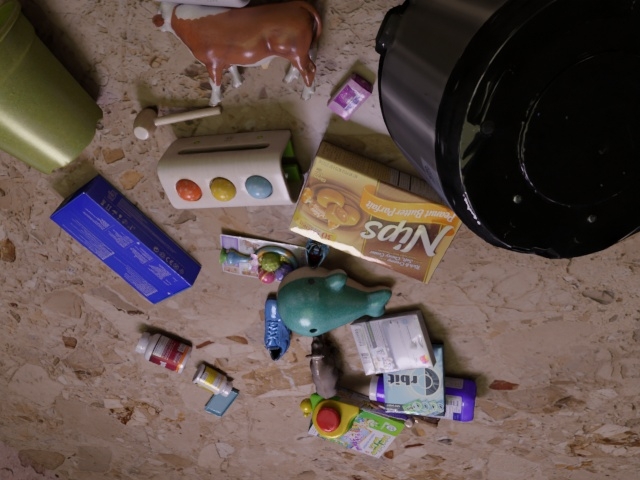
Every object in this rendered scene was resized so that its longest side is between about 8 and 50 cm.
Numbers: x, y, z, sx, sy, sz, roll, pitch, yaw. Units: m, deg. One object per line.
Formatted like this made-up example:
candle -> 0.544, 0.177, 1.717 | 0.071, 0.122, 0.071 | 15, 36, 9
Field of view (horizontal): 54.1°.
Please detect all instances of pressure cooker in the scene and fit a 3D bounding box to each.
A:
pressure cooker -> 0.271, -0.218, 0.882 | 0.375, 0.420, 0.370 | 1, 116, -12

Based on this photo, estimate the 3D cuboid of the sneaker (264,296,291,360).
sneaker -> -0.117, 0.240, 1.671 | 0.069, 0.082, 0.209 | 9, 134, 12

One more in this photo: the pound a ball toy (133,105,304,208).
pound a ball toy -> -0.217, -0.162, 1.273 | 0.319, 0.135, 0.208 | -1, 133, 18

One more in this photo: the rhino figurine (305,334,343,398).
rhino figurine -> 0.008, 0.337, 1.705 | 0.073, 0.106, 0.243 | 0, 133, 17

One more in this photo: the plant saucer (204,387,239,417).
plant saucer -> -0.325, 0.526, 2.063 | 0.067, 0.018, 0.192 | 27, 136, -8

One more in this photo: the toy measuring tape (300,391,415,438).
toy measuring tape -> 0.094, 0.509, 1.750 | 0.330, 0.121, 0.121 | 9, 135, 20

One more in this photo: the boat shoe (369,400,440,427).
boat shoe -> 0.246, 0.467, 1.790 | 0.207, 0.073, 0.073 | 15, 98, -1

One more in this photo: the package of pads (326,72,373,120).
package of pads -> 0.054, -0.265, 1.157 | 0.050, 0.032, 0.083 | 33, 134, -16

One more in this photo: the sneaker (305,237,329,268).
sneaker -> 0.000, 0.000, 1.402 | 0.063, 0.073, 0.162 | 12, 131, 6

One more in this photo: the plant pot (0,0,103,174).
plant pot -> -0.581, -0.272, 1.220 | 0.276, 0.276, 0.254 | -16, 137, 30

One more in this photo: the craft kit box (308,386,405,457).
craft kit box -> 0.109, 0.560, 1.930 | 0.247, 0.061, 0.250 | 18, 136, -3

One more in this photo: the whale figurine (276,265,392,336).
whale figurine -> 0.032, 0.158, 1.486 | 0.272, 0.141, 0.216 | 6, 140, -8

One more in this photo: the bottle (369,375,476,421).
bottle -> 0.277, 0.419, 1.707 | 0.283, 0.092, 0.118 | 4, 126, 15

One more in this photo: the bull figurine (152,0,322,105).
bull figurine -> -0.144, -0.341, 1.101 | 0.310, 0.101, 0.188 | 4, 138, 18

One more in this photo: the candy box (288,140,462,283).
candy box -> 0.114, -0.055, 1.278 | 0.316, 0.087, 0.183 | 21, 122, -3

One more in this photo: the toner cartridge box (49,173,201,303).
toner cartridge box -> -0.480, 0.007, 1.566 | 0.165, 0.075, 0.348 | -23, 122, 36

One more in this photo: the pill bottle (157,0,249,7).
pill bottle -> -0.228, -0.447, 1.000 | 0.229, 0.131, 0.131 | 8, 135, 11

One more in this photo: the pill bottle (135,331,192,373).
pill bottle -> -0.467, 0.330, 1.869 | 0.152, 0.086, 0.086 | 24, 136, -5

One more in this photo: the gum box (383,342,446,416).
gum box -> 0.243, 0.358, 1.629 | 0.157, 0.041, 0.184 | 0, 99, 19

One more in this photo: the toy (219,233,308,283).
toy -> -0.132, 0.064, 1.522 | 0.237, 0.056, 0.137 | 12, 136, 7

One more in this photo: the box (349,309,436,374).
box -> 0.181, 0.258, 1.579 | 0.186, 0.038, 0.145 | -14, 99, 29

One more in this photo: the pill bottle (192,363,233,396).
pill bottle -> -0.332, 0.437, 1.943 | 0.116, 0.065, 0.065 | 33, 134, -14
